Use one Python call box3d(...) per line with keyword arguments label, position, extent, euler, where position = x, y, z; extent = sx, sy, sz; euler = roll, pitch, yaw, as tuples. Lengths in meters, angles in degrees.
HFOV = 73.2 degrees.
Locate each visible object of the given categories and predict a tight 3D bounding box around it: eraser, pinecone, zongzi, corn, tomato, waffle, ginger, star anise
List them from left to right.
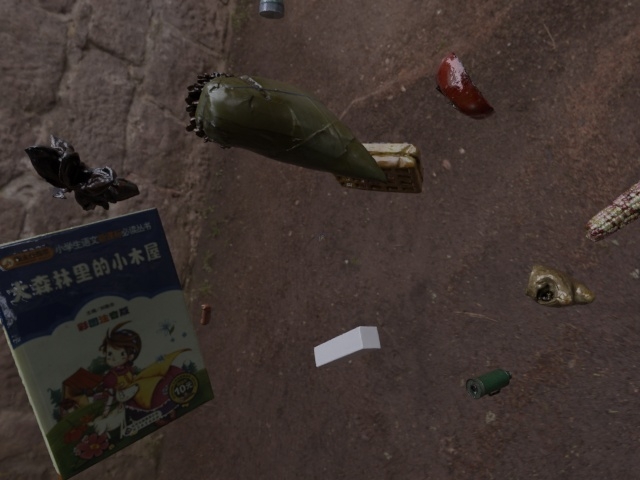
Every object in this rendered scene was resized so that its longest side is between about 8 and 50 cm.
box3d(label="star anise", position=(-0.555, -0.145, 0.998), extent=(0.129, 0.213, 0.282), euler=(-65, 3, -16))
box3d(label="pinecone", position=(-0.278, -0.355, 1.188), extent=(0.179, 0.184, 0.204), euler=(-1, 87, 36))
box3d(label="zongzi", position=(-0.066, -0.240, 1.010), extent=(0.393, 0.356, 0.174), euler=(43, 122, 23))
box3d(label="eraser", position=(0.088, 0.383, 1.537), extent=(0.298, 0.078, 0.076), euler=(-39, 51, 48))
box3d(label="waffle", position=(0.191, -0.255, 1.520), extent=(0.328, 0.224, 0.098), euler=(5, 71, 21))
box3d(label="tomato", position=(0.418, -0.438, 1.280), extent=(0.101, 0.228, 0.227), euler=(-39, 51, 24))
box3d(label="ginger", position=(0.812, 0.168, 1.468), extent=(0.222, 0.276, 0.130), euler=(25, 104, 18))
box3d(label="corn", position=(0.914, -0.097, 1.291), extent=(0.281, 0.092, 0.092), euler=(-34, 50, 3))

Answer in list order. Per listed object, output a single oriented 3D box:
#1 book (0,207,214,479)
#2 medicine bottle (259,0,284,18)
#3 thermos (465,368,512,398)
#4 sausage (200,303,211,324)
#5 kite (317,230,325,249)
box3d(label="book", position=(-0.296, 0.134, 0.609), extent=(0.018, 0.229, 0.322), euler=(-3, 104, 52))
box3d(label="medicine bottle", position=(-0.125, -0.710, 1.137), extent=(0.091, 0.091, 0.216), euler=(13, 104, 46))
box3d(label="thermos", position=(0.633, 0.526, 1.590), extent=(0.083, 0.188, 0.073), euler=(69, 151, 23))
box3d(label="sausage", position=(-0.440, 0.282, 1.659), extent=(0.042, 0.036, 0.157), euler=(-53, -9, -35))
box3d(label="kite", position=(-0.002, -0.001, 1.552), extent=(0.078, 0.002, 0.044), euler=(-64, 24, 6))
